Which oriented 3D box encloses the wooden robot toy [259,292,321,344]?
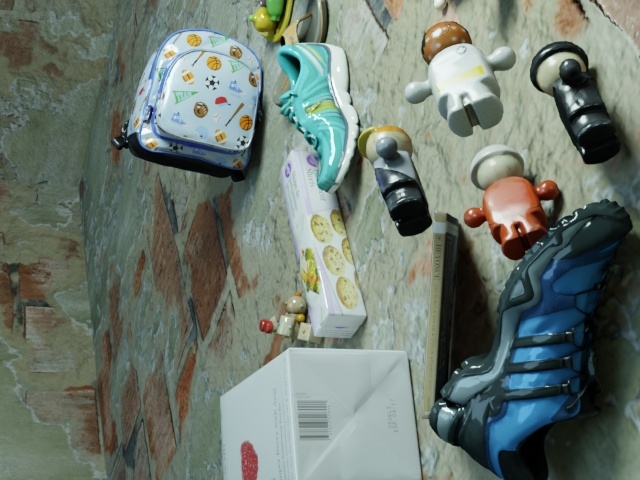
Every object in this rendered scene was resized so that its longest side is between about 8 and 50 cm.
[{"bbox_3d":[-0.050,0.122,1.601,0.173,0.076,0.079,0,75,67],"label":"wooden robot toy"}]

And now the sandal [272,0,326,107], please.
[{"bbox_3d":[-0.046,-0.328,1.675,0.219,0.060,0.090,-61,33,33],"label":"sandal"}]

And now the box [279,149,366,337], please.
[{"bbox_3d":[0.000,0.000,1.504,0.063,0.067,0.324,121,147,-45],"label":"box"}]

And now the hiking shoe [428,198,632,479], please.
[{"bbox_3d":[0.229,0.104,0.932,0.132,0.113,0.304,39,120,27],"label":"hiking shoe"}]

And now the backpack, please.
[{"bbox_3d":[-0.235,-0.275,1.888,0.213,0.277,0.263,-18,63,60],"label":"backpack"}]

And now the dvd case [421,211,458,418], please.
[{"bbox_3d":[0.138,0.081,1.108,0.164,0.018,0.221,8,-95,-77],"label":"dvd case"}]

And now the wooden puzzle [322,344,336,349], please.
[{"bbox_3d":[0.013,0.190,1.512,0.083,0.006,0.049,147,124,-62],"label":"wooden puzzle"}]

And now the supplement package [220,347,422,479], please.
[{"bbox_3d":[-0.013,0.269,1.339,0.293,0.175,0.177,137,132,-59],"label":"supplement package"}]

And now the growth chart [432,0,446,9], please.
[{"bbox_3d":[0.139,-0.401,1.196,0.237,0.021,0.172,103,151,-68],"label":"growth chart"}]

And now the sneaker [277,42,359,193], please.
[{"bbox_3d":[-0.012,-0.192,1.512,0.107,0.110,0.275,126,141,-51],"label":"sneaker"}]

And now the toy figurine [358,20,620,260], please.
[{"bbox_3d":[0.161,-0.104,0.960,0.148,0.210,0.213,-100,27,-44],"label":"toy figurine"}]

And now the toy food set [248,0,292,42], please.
[{"bbox_3d":[-0.097,-0.484,1.819,0.128,0.071,0.217,-142,60,-63],"label":"toy food set"}]
